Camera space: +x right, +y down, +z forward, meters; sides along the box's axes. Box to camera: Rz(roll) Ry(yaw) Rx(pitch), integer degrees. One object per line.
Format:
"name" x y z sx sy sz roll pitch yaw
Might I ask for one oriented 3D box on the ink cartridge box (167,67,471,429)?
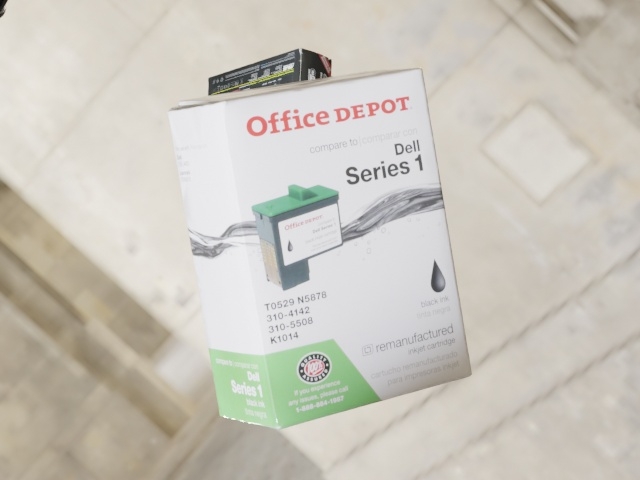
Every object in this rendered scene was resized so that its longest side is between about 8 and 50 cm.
"ink cartridge box" 0.000 0.000 1.098 0.160 0.219 0.092 -13 7 -27

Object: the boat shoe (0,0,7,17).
"boat shoe" -0.349 -0.239 1.463 0.187 0.156 0.500 -90 20 -57

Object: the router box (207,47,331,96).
"router box" -0.045 -0.102 1.356 0.122 0.038 0.092 -11 71 45
